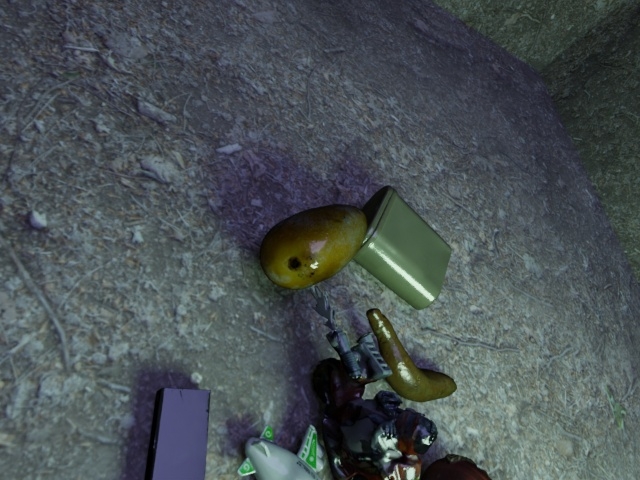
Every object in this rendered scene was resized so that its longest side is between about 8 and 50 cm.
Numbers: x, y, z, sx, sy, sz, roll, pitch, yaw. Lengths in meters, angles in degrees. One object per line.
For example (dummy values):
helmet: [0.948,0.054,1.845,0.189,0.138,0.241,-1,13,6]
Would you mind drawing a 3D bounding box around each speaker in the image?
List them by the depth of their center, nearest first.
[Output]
speaker: [-0.215,0.335,0.590,0.082,0.044,0.218,13,57,-28]

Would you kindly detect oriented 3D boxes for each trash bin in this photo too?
trash bin: [0.202,0.016,1.021,0.247,0.121,0.243,40,49,-13]

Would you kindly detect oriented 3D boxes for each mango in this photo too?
mango: [0.000,0.000,0.847,0.316,0.193,0.146,-31,103,-53]

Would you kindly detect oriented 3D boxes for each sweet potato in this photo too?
sweet potato: [0.186,0.275,0.854,0.346,0.079,0.108,46,49,-27]

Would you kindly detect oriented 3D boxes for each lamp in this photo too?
lamp: [0.232,0.477,0.726,0.215,0.151,0.223,34,23,27]

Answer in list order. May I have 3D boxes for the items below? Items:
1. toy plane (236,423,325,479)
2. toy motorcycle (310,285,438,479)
toy plane: [-0.055,0.381,0.649,0.174,0.080,0.174,17,56,-28]
toy motorcycle: [0.073,0.269,0.714,0.134,0.207,0.401,14,47,-46]
